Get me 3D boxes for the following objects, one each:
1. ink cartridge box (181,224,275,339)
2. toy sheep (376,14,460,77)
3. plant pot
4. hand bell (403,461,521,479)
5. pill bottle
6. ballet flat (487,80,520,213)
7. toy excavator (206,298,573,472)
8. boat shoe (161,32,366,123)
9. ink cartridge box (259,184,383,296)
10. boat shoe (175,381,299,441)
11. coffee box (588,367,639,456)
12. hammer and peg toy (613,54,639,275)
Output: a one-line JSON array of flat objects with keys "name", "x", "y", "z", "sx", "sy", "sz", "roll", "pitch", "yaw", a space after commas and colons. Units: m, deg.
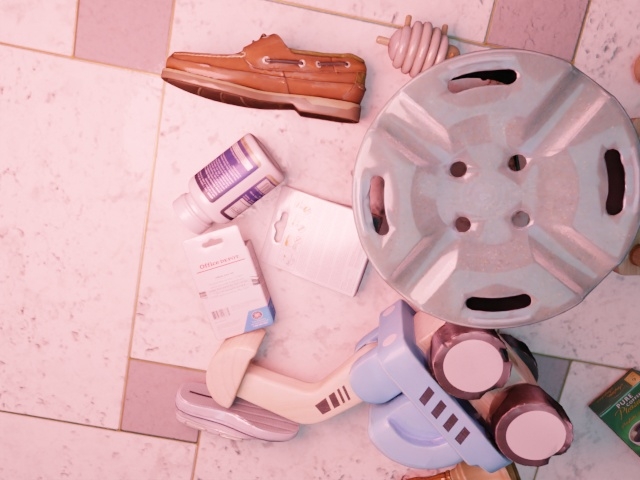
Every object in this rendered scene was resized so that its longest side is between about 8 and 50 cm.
[{"name": "ink cartridge box", "x": -0.153, "y": 0.066, "z": 0.818, "sx": 0.104, "sy": 0.060, "sz": 0.180, "roll": -16, "pitch": 101, "yaw": 3}, {"name": "toy sheep", "x": 0.150, "y": -0.295, "z": 0.740, "sx": 0.132, "sy": 0.091, "sz": 0.091, "roll": 12, "pitch": 101, "yaw": 3}, {"name": "plant pot", "x": 0.186, "y": -0.063, "z": 0.582, "sx": 0.341, "sy": 0.334, "sz": 0.341, "roll": 2, "pitch": 99, "yaw": 11}, {"name": "hand bell", "x": 0.231, "y": 0.442, "z": 0.888, "sx": 0.242, "sy": 0.126, "sz": 0.126, "roll": -28, "pitch": 100, "yaw": 16}, {"name": "pill bottle", "x": -0.150, "y": -0.086, "z": 0.771, "sx": 0.169, "sy": 0.094, "sz": 0.094, "roll": -36, "pitch": 99, "yaw": 6}, {"name": "ballet flat", "x": 0.279, "y": -0.154, "z": 0.773, "sx": 0.077, "sy": 0.091, "sz": 0.241, "roll": -5, "pitch": 98, "yaw": 26}, {"name": "toy excavator", "x": 0.091, "y": 0.242, "z": 0.796, "sx": 0.445, "sy": 0.222, "sz": 0.433, "roll": -40, "pitch": 98, "yaw": 15}, {"name": "boat shoe", "x": -0.081, "y": -0.258, "z": 0.740, "sx": 0.307, "sy": 0.111, "sz": 0.104, "roll": 8, "pitch": 97, "yaw": -12}, {"name": "ink cartridge box", "x": 0.000, "y": 0.000, "z": 0.827, "sx": 0.179, "sy": 0.045, "sz": 0.145, "roll": 21, "pitch": 101, "yaw": 13}, {"name": "boat shoe", "x": -0.151, "y": 0.318, "z": 0.869, "sx": 0.226, "sy": 0.083, "sz": 0.075, "roll": 19, "pitch": 119, "yaw": 2}, {"name": "coffee box", "x": 0.603, "y": 0.335, "z": 0.889, "sx": 0.184, "sy": 0.040, "sz": 0.113, "roll": 42, "pitch": 98, "yaw": -8}, {"name": "hammer and peg toy", "x": 0.609, "y": -0.123, "z": 0.754, "sx": 0.266, "sy": 0.127, "sz": 0.361, "roll": -1, "pitch": 101, "yaw": 0}]
